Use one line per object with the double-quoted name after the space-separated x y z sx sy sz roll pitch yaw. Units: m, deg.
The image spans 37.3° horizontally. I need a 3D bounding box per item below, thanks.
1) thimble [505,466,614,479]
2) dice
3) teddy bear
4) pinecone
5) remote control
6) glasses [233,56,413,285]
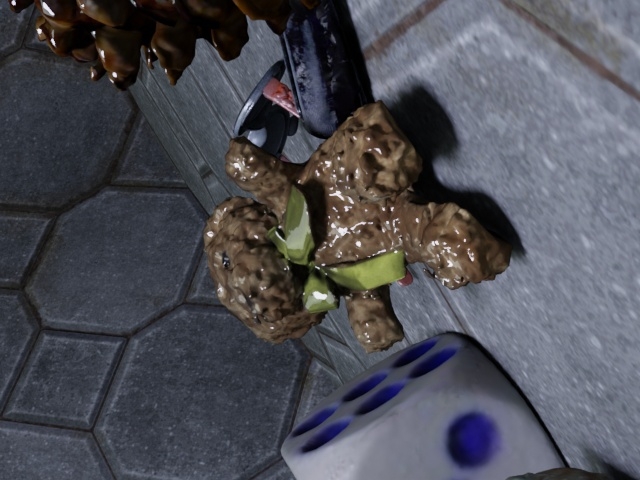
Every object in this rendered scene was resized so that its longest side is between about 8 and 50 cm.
0.244 0.329 0.843 0.148 0.196 0.229 -159 67 -70 "thimble"
0.119 0.275 1.084 0.251 0.259 0.243 59 169 -7 "dice"
0.000 0.002 0.863 0.246 0.222 0.296 48 177 -12 "teddy bear"
-0.093 -0.223 0.633 0.224 0.272 0.224 39 -157 -20 "pinecone"
-0.017 -0.193 0.840 0.090 0.066 0.265 47 166 40 "remote control"
0.027 -0.079 1.089 0.268 0.118 0.234 36 165 9 "glasses"
